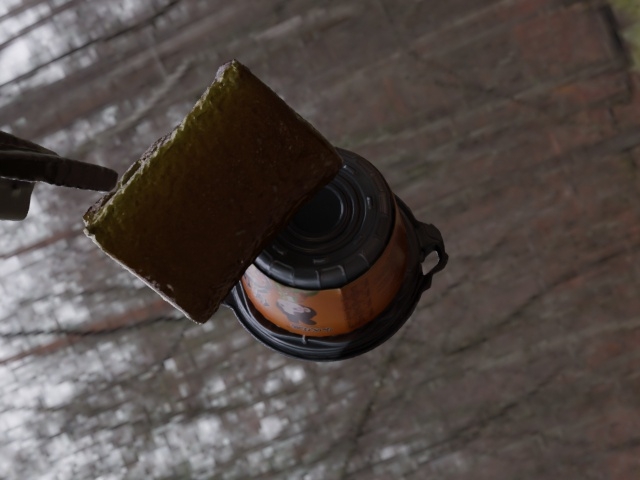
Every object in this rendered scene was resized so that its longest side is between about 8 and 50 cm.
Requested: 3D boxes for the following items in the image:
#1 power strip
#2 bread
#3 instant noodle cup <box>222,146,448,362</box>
[{"bbox_3d":[-0.332,-0.058,1.084,0.257,0.251,0.092,7,-90,-71],"label":"power strip"},{"bbox_3d":[-0.081,-0.038,0.999,0.132,0.172,0.103,41,178,-25],"label":"bread"},{"bbox_3d":[0.000,0.000,1.111,0.125,0.208,0.177,79,170,-67],"label":"instant noodle cup"}]
